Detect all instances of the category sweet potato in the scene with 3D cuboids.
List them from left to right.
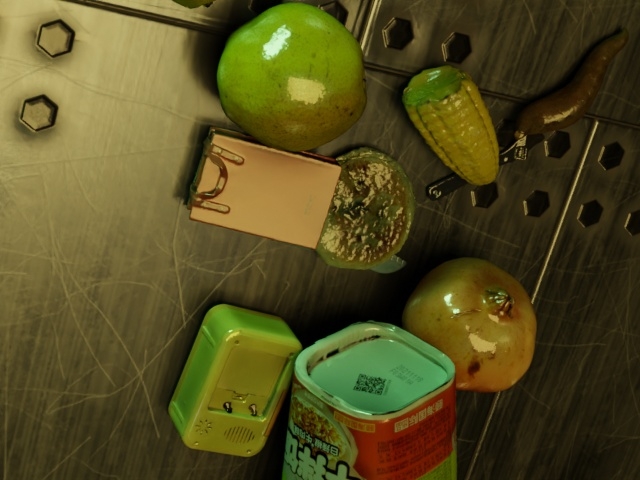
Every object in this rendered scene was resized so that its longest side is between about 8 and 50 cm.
[{"bbox_3d":[0.383,-0.222,1.813,0.249,0.059,0.069,-41,109,-8],"label":"sweet potato"}]

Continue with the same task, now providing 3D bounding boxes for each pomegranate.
[{"bbox_3d":[0.228,0.129,1.813,0.209,0.209,0.209,-9,115,-20],"label":"pomegranate"}]

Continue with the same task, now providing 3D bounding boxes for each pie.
[{"bbox_3d":[0.058,-0.043,1.747,0.187,0.041,0.187,-8,110,-22],"label":"pie"}]

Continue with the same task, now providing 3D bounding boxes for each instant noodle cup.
[{"bbox_3d":[0.072,0.305,1.758,0.294,0.294,0.308,-11,121,-19],"label":"instant noodle cup"}]

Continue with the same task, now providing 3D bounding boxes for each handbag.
[{"bbox_3d":[-0.080,-0.072,1.651,0.190,0.063,0.127,15,105,-15],"label":"handbag"}]

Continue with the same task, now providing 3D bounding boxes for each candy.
[{"bbox_3d":[0.202,-0.157,1.741,0.106,0.094,0.199,-17,130,24],"label":"candy"}]

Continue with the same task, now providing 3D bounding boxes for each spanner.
[{"bbox_3d":[0.252,-0.115,1.826,0.208,0.012,0.046,-27,119,-10],"label":"spanner"}]

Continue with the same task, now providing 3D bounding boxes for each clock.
[{"bbox_3d":[-0.124,0.205,1.752,0.143,0.096,0.202,15,107,-31],"label":"clock"}]

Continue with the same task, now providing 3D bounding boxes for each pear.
[{"bbox_3d":[-0.036,-0.211,1.565,0.198,0.198,0.198,-9,115,-20],"label":"pear"}]

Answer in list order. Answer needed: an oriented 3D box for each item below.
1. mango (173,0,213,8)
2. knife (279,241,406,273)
[{"bbox_3d":[-0.196,-0.384,1.459,0.125,0.111,0.233,-47,110,-12],"label":"mango"},{"bbox_3d":[0.000,0.000,1.766,0.313,0.019,0.044,19,101,-31],"label":"knife"}]
